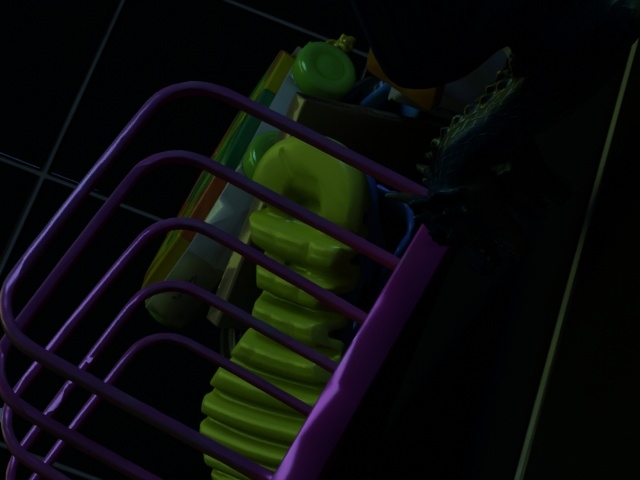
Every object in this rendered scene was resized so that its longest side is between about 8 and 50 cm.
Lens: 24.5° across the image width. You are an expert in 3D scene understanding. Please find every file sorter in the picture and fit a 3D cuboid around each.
[{"bbox_3d":[-0.063,0.085,0.818,0.202,0.182,0.290,-57,-10,-34],"label":"file sorter"}]

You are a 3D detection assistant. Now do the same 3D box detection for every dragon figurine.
[{"bbox_3d":[0.054,-0.110,0.554,0.144,0.289,0.085,-19,32,24],"label":"dragon figurine"}]

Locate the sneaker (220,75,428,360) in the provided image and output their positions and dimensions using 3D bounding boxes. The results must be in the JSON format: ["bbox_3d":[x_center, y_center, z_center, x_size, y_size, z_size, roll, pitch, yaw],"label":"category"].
[{"bbox_3d":[0.000,0.000,1.324,0.139,0.125,0.340,148,142,-86],"label":"sneaker"}]

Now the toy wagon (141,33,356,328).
[{"bbox_3d":[-0.059,-0.077,1.355,0.267,0.068,0.344,-48,14,50],"label":"toy wagon"}]

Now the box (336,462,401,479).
[{"bbox_3d":[-0.013,0.243,0.655,0.183,0.056,0.231,-75,7,-65],"label":"box"}]

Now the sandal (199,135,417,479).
[{"bbox_3d":[0.002,0.074,1.148,0.138,0.126,0.317,-7,-63,-56],"label":"sandal"}]

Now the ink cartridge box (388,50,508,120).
[{"bbox_3d":[0.105,-0.150,1.135,0.181,0.062,0.104,-156,87,-86],"label":"ink cartridge box"}]

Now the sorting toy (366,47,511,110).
[{"bbox_3d":[0.100,-0.235,0.937,0.047,0.196,0.347,-32,-20,-38],"label":"sorting toy"}]

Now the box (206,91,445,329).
[{"bbox_3d":[0.008,-0.015,1.208,0.021,0.164,0.201,38,112,44],"label":"box"}]
